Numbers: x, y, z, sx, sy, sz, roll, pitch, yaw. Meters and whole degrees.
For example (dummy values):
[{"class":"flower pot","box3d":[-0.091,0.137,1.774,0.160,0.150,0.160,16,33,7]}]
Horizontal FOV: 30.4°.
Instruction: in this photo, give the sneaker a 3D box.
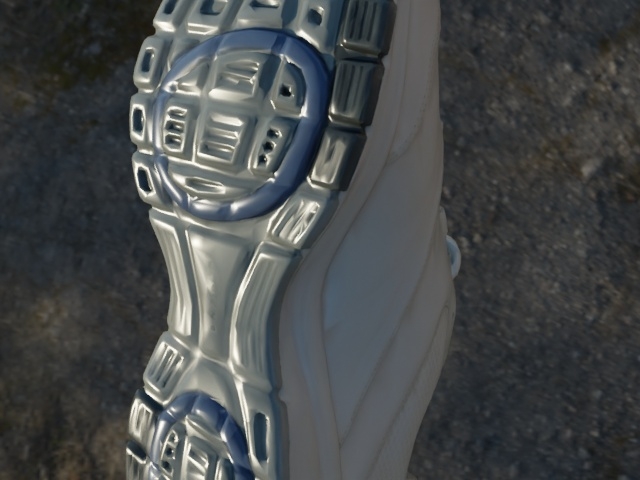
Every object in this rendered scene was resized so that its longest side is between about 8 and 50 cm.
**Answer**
[{"class":"sneaker","box3d":[0.000,0.000,0.464,0.111,0.129,0.297,25,115,36]}]
